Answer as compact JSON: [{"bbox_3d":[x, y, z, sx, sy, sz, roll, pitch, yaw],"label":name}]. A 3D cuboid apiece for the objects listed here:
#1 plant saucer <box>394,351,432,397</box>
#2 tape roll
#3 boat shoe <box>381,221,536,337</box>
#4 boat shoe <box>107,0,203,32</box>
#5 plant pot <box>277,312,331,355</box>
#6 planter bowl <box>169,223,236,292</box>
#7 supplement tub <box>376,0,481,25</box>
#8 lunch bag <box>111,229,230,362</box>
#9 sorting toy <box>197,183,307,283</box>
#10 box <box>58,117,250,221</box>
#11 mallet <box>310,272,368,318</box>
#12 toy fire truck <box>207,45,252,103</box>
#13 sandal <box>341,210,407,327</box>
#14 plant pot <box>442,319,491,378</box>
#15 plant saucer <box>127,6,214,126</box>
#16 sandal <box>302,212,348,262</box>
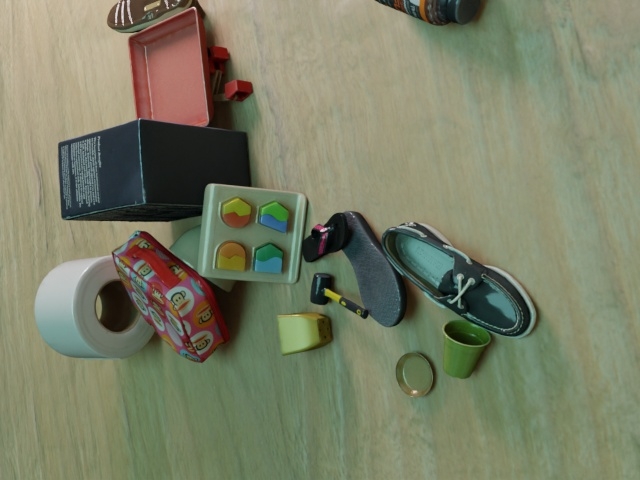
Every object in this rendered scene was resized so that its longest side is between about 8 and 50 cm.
[{"bbox_3d":[0.174,0.245,1.490,0.083,0.015,0.083,1,91,41],"label":"plant saucer"},{"bbox_3d":[-0.531,0.160,1.949,0.169,0.246,0.246,-8,86,41],"label":"tape roll"},{"bbox_3d":[0.226,0.070,1.391,0.302,0.091,0.114,34,112,35],"label":"boat shoe"},{"bbox_3d":[-0.384,-0.518,1.898,0.258,0.095,0.095,1,71,34],"label":"boat shoe"},{"bbox_3d":[-0.027,0.183,1.624,0.083,0.081,0.081,-10,84,30],"label":"plant pot"},{"bbox_3d":[-0.230,0.022,1.757,0.162,0.162,0.109,33,86,35],"label":"planter bowl"},{"bbox_3d":[0.181,-0.437,1.409,0.198,0.106,0.106,34,112,36],"label":"supplement tub"},{"bbox_3d":[-0.339,0.111,1.785,0.293,0.120,0.258,34,152,37],"label":"lunch bag"},{"bbox_3d":[-0.139,-0.011,1.658,0.038,0.208,0.193,-130,46,-79],"label":"sorting toy"},{"bbox_3d":[-0.354,-0.142,1.756,0.294,0.296,0.182,-6,87,40],"label":"box"},{"bbox_3d":[0.038,0.104,1.557,0.190,0.039,0.062,12,99,59],"label":"mallet"},{"bbox_3d":[-0.241,-0.358,1.814,0.192,0.047,0.135,-16,81,40],"label":"toy fire truck"},{"bbox_3d":[0.104,0.045,1.525,0.097,0.054,0.254,-48,50,35],"label":"sandal"},{"bbox_3d":[0.242,0.192,1.396,0.083,0.083,0.079,30,121,36],"label":"plant pot"},{"bbox_3d":[-0.330,-0.362,1.831,0.259,0.048,0.258,-7,89,43],"label":"plant saucer"},{"bbox_3d":[0.000,0.000,1.586,0.179,0.040,0.067,-37,59,53],"label":"sandal"}]
